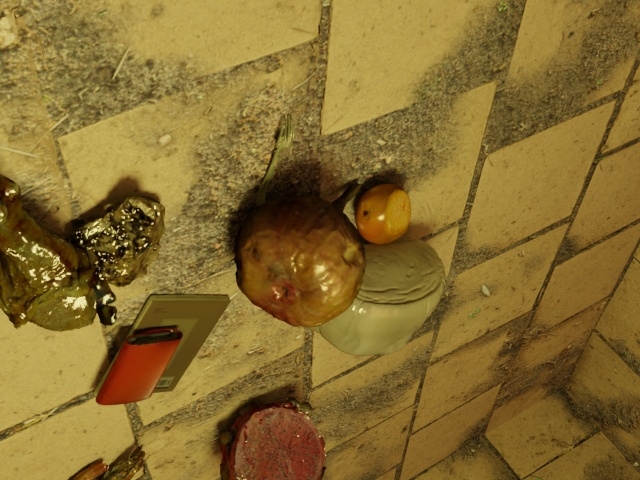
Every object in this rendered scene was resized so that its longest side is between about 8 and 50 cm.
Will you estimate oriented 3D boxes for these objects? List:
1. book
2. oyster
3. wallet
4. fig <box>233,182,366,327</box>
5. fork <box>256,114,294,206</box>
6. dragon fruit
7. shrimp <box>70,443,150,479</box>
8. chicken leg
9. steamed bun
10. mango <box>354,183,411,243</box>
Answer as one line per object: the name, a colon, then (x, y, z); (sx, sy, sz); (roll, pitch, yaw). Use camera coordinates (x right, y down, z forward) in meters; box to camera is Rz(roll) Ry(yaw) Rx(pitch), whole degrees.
book: (-0.357, 0.239, 1.817); (0.216, 0.021, 0.310); (5, 127, -46)
oyster: (-0.360, 0.015, 1.492); (0.214, 0.083, 0.223); (-39, 154, 6)
wallet: (-0.398, 0.277, 1.763); (0.142, 0.045, 0.204); (-2, 134, -44)
fig: (0.000, 0.000, 1.704); (0.369, 0.286, 0.286); (-46, 158, -42)
fork: (-0.093, -0.149, 1.593); (0.034, 0.028, 0.219); (-14, 140, -39)
dragon fruit: (-0.170, 0.607, 2.262); (0.314, 0.296, 0.263); (-24, 179, -27)
shrimp: (-0.540, 0.598, 2.039); (0.248, 0.068, 0.150); (-37, 142, 7)
chicken leg: (-0.493, 0.028, 1.321); (0.211, 0.140, 0.361); (-14, 139, 13)
steamed bun: (0.128, 0.145, 1.954); (0.383, 0.236, 0.247); (-6, 143, -33)
mango: (0.148, -0.058, 1.877); (0.141, 0.102, 0.217); (-64, 153, -4)
